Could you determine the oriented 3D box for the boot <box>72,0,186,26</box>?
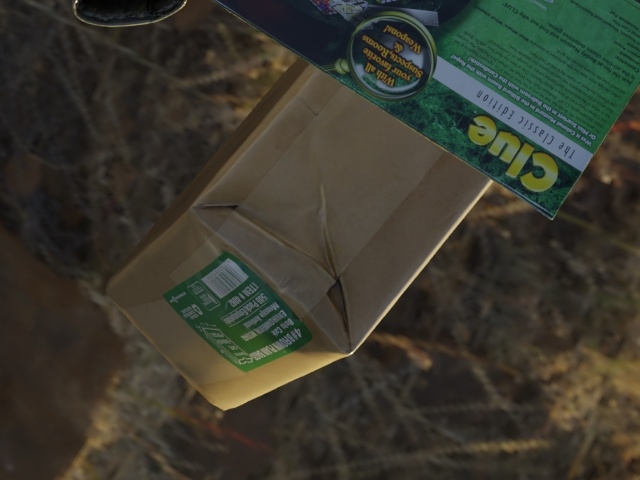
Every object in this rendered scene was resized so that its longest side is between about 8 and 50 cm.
[{"bbox_3d":[-0.135,-0.286,1.741,0.190,0.208,0.076,-16,126,6],"label":"boot"}]

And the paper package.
[{"bbox_3d":[-0.002,-0.037,1.564,0.168,0.325,0.309,41,68,-7],"label":"paper package"}]

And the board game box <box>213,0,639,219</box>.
[{"bbox_3d":[0.063,-0.138,1.120,0.136,0.260,0.030,-57,178,3],"label":"board game box"}]
